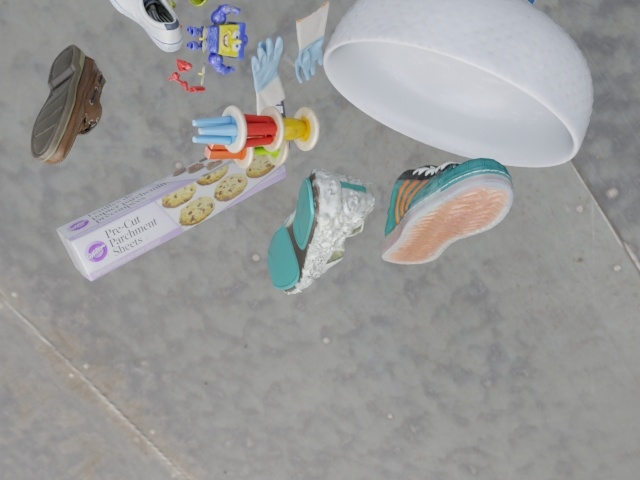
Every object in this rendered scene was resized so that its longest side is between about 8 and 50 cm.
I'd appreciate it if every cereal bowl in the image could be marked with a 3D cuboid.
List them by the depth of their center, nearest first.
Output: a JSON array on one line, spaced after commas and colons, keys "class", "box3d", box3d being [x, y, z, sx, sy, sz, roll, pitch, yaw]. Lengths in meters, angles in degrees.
[{"class": "cereal bowl", "box3d": [0.182, -0.224, 0.757, 0.339, 0.339, 0.141, 23, 86, 0]}]

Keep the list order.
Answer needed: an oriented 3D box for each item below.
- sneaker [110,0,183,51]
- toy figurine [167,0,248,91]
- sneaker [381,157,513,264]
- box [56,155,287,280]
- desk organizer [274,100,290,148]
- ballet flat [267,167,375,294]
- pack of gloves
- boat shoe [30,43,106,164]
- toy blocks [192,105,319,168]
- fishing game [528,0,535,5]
[{"class": "sneaker", "box3d": [-0.408, -0.557, 1.383, 0.258, 0.094, 0.091, 43, 149, 10]}, {"class": "toy figurine", "box3d": [-0.311, -0.625, 1.750, 0.191, 0.217, 0.362, 23, 116, 40]}, {"class": "sneaker", "box3d": [0.151, -0.059, 0.790, 0.108, 0.121, 0.302, 6, 163, -13]}, {"class": "box", "box3d": [-0.192, -0.056, 0.822, 0.063, 0.324, 0.067, 24, 136, 46]}, {"class": "desk organizer", "box3d": [-0.111, -0.278, 1.431, 0.047, 0.050, 0.130, -8, 88, -21]}, {"class": "ballet flat", "box3d": [0.000, 0.000, 1.111, 0.147, 0.147, 0.409, 29, 154, -3]}, {"class": "pack of gloves", "box3d": [-0.074, -0.388, 1.255, 0.195, 0.232, 0.046, -39, 78, -14]}, {"class": "boat shoe", "box3d": [-0.492, -0.265, 1.199, 0.111, 0.307, 0.104, -20, 142, 26]}, {"class": "toy blocks", "box3d": [-0.094, -0.120, 0.701, 0.123, 0.148, 0.054, -16, 84, 54]}, {"class": "fishing game", "box3d": [0.292, -0.402, 0.873, 0.041, 0.189, 0.264, 7, 138, 2]}]
